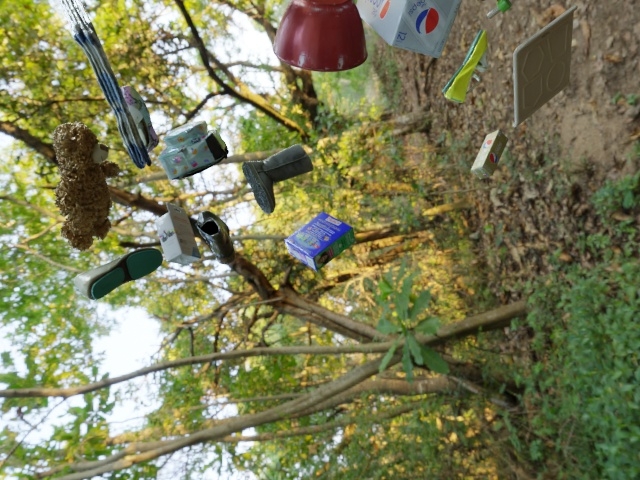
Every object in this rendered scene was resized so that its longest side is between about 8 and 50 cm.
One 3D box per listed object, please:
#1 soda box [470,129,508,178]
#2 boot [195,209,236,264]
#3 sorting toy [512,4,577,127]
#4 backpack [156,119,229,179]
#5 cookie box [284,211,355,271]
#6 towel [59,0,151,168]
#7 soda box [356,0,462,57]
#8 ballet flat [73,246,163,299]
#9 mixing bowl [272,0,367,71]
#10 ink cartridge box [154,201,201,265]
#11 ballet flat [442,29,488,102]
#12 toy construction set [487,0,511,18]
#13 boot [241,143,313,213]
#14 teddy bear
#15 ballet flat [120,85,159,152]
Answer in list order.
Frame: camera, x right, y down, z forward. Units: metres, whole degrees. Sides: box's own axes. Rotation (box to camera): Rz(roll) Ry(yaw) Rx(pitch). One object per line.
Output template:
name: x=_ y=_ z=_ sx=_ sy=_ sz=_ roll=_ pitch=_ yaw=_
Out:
soda box: x=0.627 y=-0.318 z=1.692 sx=0.058 sy=0.061 sz=0.181 roll=37 pitch=-111 yaw=-17
boot: x=-0.300 y=-0.041 z=1.265 sx=0.219 sy=0.082 sz=0.106 roll=51 pitch=163 yaw=38
sorting toy: x=0.495 y=-0.387 z=1.027 sx=0.038 sy=0.193 sz=0.208 roll=40 pitch=161 yaw=40
backpack: x=-0.381 y=-0.260 z=1.327 sx=0.144 sy=0.188 sz=0.166 roll=58 pitch=-175 yaw=-23
cookie box: x=0.000 y=0.000 z=0.903 sx=0.091 sy=0.107 sz=0.040 roll=31 pitch=149 yaw=41
towel: x=-0.376 y=-0.283 z=0.793 sx=0.209 sy=0.034 sz=0.285 roll=57 pitch=162 yaw=30
soda box: x=0.143 y=-0.417 z=0.810 sx=0.286 sy=0.091 sz=0.098 roll=-105 pitch=27 yaw=-53
ballet flat: x=-0.528 y=0.075 z=1.197 sx=0.248 sy=0.086 sz=0.086 roll=-35 pitch=-66 yaw=-57
mixing bowl: x=0.004 y=-0.391 z=0.827 sx=0.098 sy=0.181 sz=0.182 roll=97 pitch=175 yaw=-45
ink cartridge box: x=-0.450 y=-0.019 z=1.426 sx=0.182 sy=0.061 sz=0.104 roll=67 pitch=-167 yaw=18
ballet flat: x=0.430 y=-0.487 z=1.296 sx=0.231 sy=0.077 sz=0.077 roll=-58 pitch=-3 yaw=-10
toy construction set: x=0.504 y=-0.822 z=1.220 sx=0.257 sy=0.237 sz=0.309 roll=41 pitch=-129 yaw=-15
boot: x=-0.112 y=-0.190 z=1.382 sx=0.208 sy=0.076 sz=0.190 roll=-19 pitch=-98 yaw=-35
teddy bear: x=-0.605 y=-0.134 z=1.197 sx=0.245 sy=0.113 sz=0.338 roll=-30 pitch=-49 yaw=-76
ballet flat: x=-0.541 y=-0.345 z=1.353 sx=0.222 sy=0.076 sz=0.079 roll=86 pitch=-164 yaw=-54
